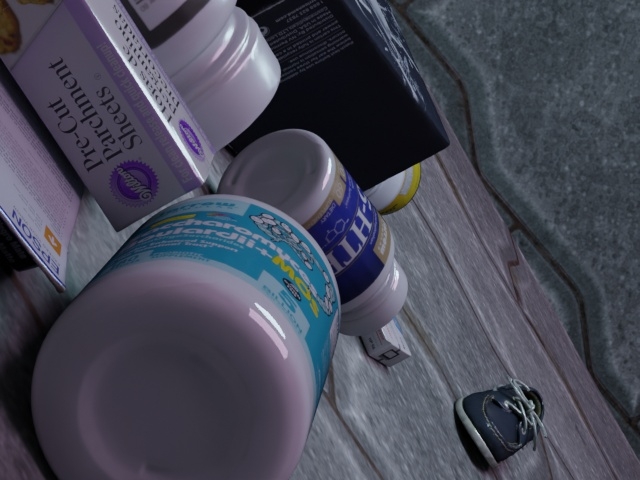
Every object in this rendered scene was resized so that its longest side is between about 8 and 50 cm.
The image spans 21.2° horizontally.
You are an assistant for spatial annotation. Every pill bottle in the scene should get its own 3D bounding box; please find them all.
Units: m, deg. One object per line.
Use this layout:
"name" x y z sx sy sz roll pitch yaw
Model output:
"pill bottle" -0.155 -0.189 1.123 0.283 0.161 0.161 56 13 -29
"pill bottle" -0.066 0.057 0.982 0.146 0.146 0.264 60 11 -9
"pill bottle" 0.049 -0.078 1.895 0.103 0.103 0.184 63 12 5
"pill bottle" 0.000 0.000 1.482 0.187 0.112 0.112 50 17 -44

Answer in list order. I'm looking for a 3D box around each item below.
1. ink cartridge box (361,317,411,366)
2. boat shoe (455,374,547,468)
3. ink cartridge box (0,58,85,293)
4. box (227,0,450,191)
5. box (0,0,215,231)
"ink cartridge box" 0.059 0.094 1.728 0.048 0.028 0.083 67 12 22
"boat shoe" 0.224 0.214 2.039 0.095 0.079 0.254 64 12 10
"ink cartridge box" -0.210 -0.094 0.954 0.223 0.045 0.224 56 14 -24
"box" -0.055 -0.250 1.655 0.312 0.179 0.343 47 19 -55
"box" -0.173 -0.159 0.977 0.324 0.067 0.063 59 14 -17
